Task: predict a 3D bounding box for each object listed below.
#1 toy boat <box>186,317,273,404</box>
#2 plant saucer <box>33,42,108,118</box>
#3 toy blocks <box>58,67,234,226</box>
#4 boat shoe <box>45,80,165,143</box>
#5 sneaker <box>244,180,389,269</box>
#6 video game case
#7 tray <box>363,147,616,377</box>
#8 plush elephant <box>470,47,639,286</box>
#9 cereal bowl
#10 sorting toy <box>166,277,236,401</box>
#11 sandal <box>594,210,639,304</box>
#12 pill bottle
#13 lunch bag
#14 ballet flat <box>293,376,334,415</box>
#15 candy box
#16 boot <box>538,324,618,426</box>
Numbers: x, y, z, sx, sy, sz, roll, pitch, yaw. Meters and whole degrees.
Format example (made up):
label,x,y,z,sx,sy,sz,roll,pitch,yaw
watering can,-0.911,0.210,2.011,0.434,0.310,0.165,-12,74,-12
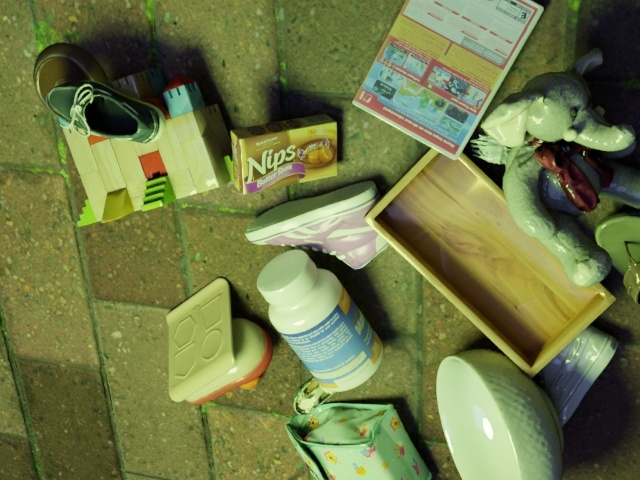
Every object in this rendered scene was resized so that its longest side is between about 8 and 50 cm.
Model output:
label,x,y,z,sx,sy,sz,roll,pitch,yaw
toy boat,-0.186,0.268,2.017,0.231,0.151,0.151,-30,134,31
plant saucer,-0.494,-0.300,1.868,0.169,0.029,0.168,9,121,16
toy blocks,-0.328,-0.200,1.793,0.381,0.191,0.260,-13,101,26
boat shoe,-0.398,-0.228,1.700,0.255,0.079,0.095,23,105,23
sneaker,0.000,0.000,1.809,0.282,0.102,0.161,-13,115,25
video game case,0.206,-0.303,1.570,0.204,0.025,0.285,30,108,3
tray,0.296,0.026,1.685,0.411,0.076,0.203,43,102,-2
plush elephant,0.386,-0.151,1.483,0.330,0.272,0.255,39,153,25
cereal bowl,0.349,0.355,1.778,0.141,0.339,0.339,-16,117,-15
sorting toy,-0.245,0.206,1.972,0.193,0.208,0.038,-35,138,29
sandal,0.583,0.075,1.642,0.120,0.086,0.302,-29,105,30
pill bottle,-0.004,0.150,1.825,0.152,0.152,0.272,-17,125,27
lunch bag,0.064,0.464,2.006,0.262,0.160,0.223,-9,119,37
ballet flat,0.007,0.307,1.993,0.070,0.070,0.188,39,123,-3
candy box,-0.064,-0.157,1.710,0.187,0.053,0.109,-13,121,-22
boot,0.443,0.254,1.800,0.123,0.095,0.258,31,117,11
